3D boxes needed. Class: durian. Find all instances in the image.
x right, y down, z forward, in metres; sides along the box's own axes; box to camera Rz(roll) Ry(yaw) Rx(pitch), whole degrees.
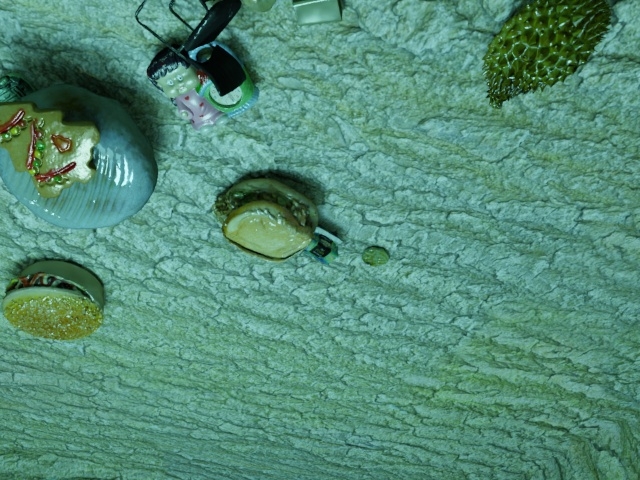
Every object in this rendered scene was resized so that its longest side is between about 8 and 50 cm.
[{"bbox_3d":[0.446,-0.394,1.372,0.172,0.166,0.306,44,122,-1],"label":"durian"}]

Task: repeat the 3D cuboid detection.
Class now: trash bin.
[{"bbox_3d":[-0.005,-0.471,1.342,0.092,0.043,0.061,-8,138,10],"label":"trash bin"}]

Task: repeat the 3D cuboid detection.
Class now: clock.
[{"bbox_3d":[-0.256,-0.349,1.441,0.194,0.100,0.195,-24,135,19],"label":"clock"}]

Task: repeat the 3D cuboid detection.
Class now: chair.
[{"bbox_3d":[-0.213,-0.407,1.275,0.221,0.140,0.145,47,124,-7],"label":"chair"}]

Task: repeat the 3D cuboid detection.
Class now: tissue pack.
[{"bbox_3d":[0.000,-0.001,1.835,0.111,0.085,0.079,31,129,-29],"label":"tissue pack"}]

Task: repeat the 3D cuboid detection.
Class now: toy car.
[{"bbox_3d":[-0.737,-0.315,1.509,0.186,0.058,0.093,-28,132,12],"label":"toy car"}]

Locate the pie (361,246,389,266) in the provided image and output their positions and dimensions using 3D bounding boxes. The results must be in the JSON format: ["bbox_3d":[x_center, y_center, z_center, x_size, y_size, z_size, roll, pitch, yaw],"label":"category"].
[{"bbox_3d":[0.160,0.047,1.939,0.085,0.017,0.085,1,139,1],"label":"pie"}]

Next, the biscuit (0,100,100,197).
[{"bbox_3d":[-0.574,-0.200,1.365,0.238,0.041,0.212,37,116,-18],"label":"biscuit"}]

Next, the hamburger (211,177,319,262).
[{"bbox_3d":[-0.147,-0.051,1.734,0.286,0.146,0.243,3,142,5],"label":"hamburger"}]

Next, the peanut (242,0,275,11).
[{"bbox_3d":[-0.140,-0.526,1.241,0.090,0.099,0.214,-25,136,8],"label":"peanut"}]

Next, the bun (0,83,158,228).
[{"bbox_3d":[-0.555,-0.194,1.524,0.361,0.211,0.362,-1,134,-1],"label":"bun"}]

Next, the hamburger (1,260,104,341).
[{"bbox_3d":[-0.799,0.196,1.995,0.302,0.170,0.302,1,139,1],"label":"hamburger"}]
